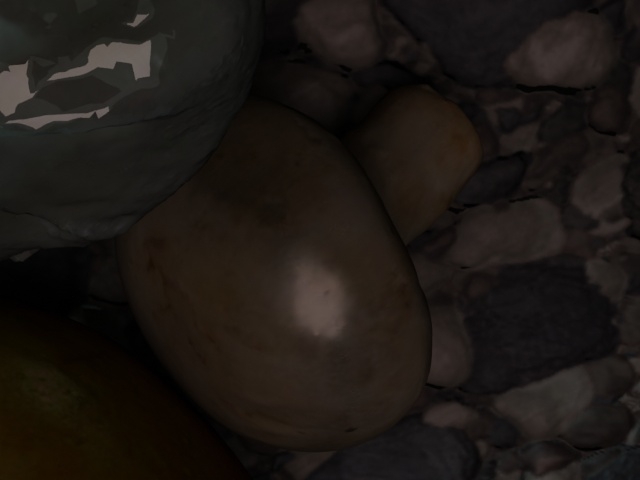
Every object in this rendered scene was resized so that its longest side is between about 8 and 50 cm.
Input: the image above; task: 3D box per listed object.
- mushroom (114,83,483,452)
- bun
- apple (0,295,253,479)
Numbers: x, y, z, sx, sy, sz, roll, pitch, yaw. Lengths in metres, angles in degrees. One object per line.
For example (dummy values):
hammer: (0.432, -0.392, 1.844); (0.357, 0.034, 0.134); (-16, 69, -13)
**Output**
mushroom: (-0.016, 0.006, 0.948); (0.206, 0.209, 0.206); (13, 127, 18)
bun: (-0.197, -0.124, 0.781); (0.354, 0.194, 0.354); (18, 137, 18)
apple: (-0.199, 0.208, 0.944); (0.374, 0.384, 0.374); (-1, 74, 2)
